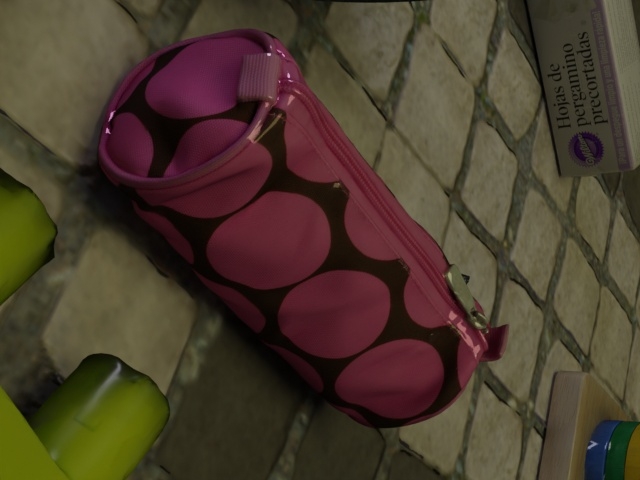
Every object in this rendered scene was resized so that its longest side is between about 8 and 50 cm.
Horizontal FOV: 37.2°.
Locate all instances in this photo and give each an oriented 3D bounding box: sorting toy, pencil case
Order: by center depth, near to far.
[{"bbox_3d":[0.000,0.000,0.429,0.209,0.098,0.095,46,52,-39],"label":"pencil case"},{"bbox_3d":[0.254,0.269,0.740,0.255,0.089,0.257,41,56,-43],"label":"sorting toy"}]

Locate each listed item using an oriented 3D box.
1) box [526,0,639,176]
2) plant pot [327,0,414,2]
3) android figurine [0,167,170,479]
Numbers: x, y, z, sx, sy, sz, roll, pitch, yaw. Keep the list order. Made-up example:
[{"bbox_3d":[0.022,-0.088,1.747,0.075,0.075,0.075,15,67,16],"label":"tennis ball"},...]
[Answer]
[{"bbox_3d":[0.194,-0.212,0.731,0.067,0.063,0.324,-31,111,-48],"label":"box"},{"bbox_3d":[0.063,-0.196,0.418,0.165,0.234,0.166,-41,118,-47],"label":"plant pot"},{"bbox_3d":[-0.152,0.102,0.254,0.273,0.056,0.248,-54,127,-41],"label":"android figurine"}]
